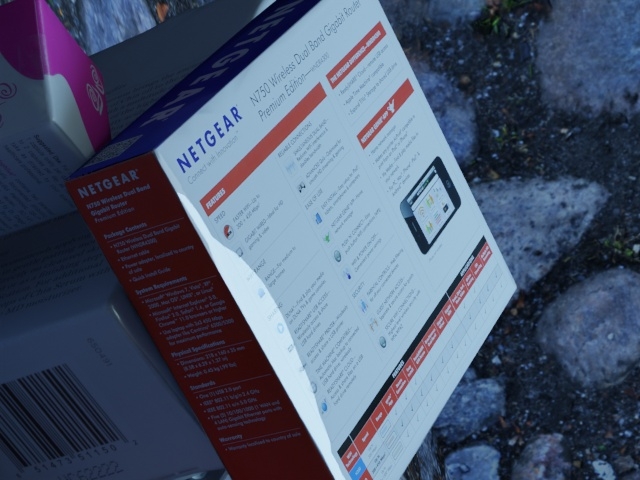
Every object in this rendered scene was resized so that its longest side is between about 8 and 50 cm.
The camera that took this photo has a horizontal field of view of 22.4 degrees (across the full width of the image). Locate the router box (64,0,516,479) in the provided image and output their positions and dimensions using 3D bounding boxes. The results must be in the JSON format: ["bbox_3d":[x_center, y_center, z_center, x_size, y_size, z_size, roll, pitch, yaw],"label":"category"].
[{"bbox_3d":[0.000,0.000,1.179,0.301,0.082,0.335,63,36,-16],"label":"router box"}]

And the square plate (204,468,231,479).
[{"bbox_3d":[-0.022,0.092,1.421,0.344,0.049,0.347,118,-6,-54],"label":"square plate"}]

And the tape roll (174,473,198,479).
[{"bbox_3d":[-0.185,0.052,1.624,0.392,0.072,0.392,-23,90,-82],"label":"tape roll"}]

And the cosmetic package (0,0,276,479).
[{"bbox_3d":[-0.140,-0.005,1.297,0.161,0.230,0.453,56,33,-27],"label":"cosmetic package"}]

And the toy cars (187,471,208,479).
[{"bbox_3d":[-0.098,0.197,1.847,0.176,0.087,0.394,58,18,-50],"label":"toy cars"}]

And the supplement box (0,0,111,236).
[{"bbox_3d":[-0.264,-0.066,1.113,0.114,0.220,0.111,54,21,-57],"label":"supplement box"}]
